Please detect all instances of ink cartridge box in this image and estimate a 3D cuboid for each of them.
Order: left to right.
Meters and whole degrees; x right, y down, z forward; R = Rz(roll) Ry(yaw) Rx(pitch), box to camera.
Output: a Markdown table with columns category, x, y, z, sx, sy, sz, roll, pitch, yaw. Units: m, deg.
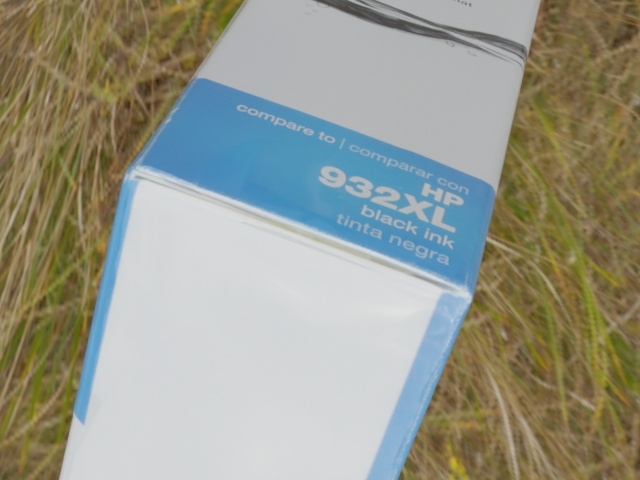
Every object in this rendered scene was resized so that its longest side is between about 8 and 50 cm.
| category | x | y | z | sx | sy | sz | roll | pitch | yaw |
| --- | --- | --- | --- | --- | --- | --- | --- | --- | --- |
| ink cartridge box | 0.000 | 0.000 | 0.635 | 0.129 | 0.307 | 0.223 | 19 | 125 | 3 |
